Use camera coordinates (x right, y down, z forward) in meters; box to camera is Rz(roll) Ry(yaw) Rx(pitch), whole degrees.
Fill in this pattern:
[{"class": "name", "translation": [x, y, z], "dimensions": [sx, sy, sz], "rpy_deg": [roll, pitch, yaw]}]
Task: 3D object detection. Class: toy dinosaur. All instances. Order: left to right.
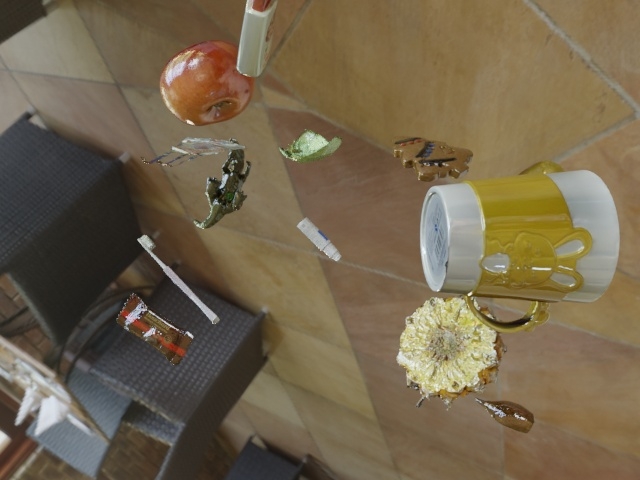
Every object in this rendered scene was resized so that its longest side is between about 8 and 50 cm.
[{"class": "toy dinosaur", "translation": [-0.191, -0.106, 1.234], "dimensions": [0.087, 0.187, 0.179], "rpy_deg": [27, 168, -7]}]

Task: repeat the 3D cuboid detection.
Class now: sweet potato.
[{"class": "sweet potato", "translation": [0.345, 0.322, 1.122], "dimensions": [0.117, 0.049, 0.049], "rpy_deg": [20, 146, 31]}]

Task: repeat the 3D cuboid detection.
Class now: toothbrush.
[{"class": "toothbrush", "translation": [-0.211, 0.054, 0.871], "dimensions": [0.194, 0.017, 0.014], "rpy_deg": [43, 167, 26]}]

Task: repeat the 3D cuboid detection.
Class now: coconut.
[{"class": "coconut", "translation": [-0.023, -0.207, 1.339], "dimensions": [0.158, 0.133, 0.055], "rpy_deg": [-124, 13, -66]}]

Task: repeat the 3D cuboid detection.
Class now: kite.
[{"class": "kite", "translation": [-0.235, -0.158, 1.062], "dimensions": [0.127, 0.229, 0.016], "rpy_deg": [9, 110, 19]}]

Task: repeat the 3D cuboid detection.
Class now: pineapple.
[{"class": "pineapple", "translation": [0.219, 0.188, 1.033], "dimensions": [0.221, 0.221, 0.047], "rpy_deg": [6, 152, 40]}]

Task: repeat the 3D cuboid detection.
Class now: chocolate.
[{"class": "chocolate", "translation": [-0.365, 0.196, 1.309], "dimensions": [0.182, 0.086, 0.028], "rpy_deg": [34, -175, 14]}]

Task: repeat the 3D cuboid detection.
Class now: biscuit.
[{"class": "biscuit", "translation": [0.353, -0.287, 1.985], "dimensions": [0.301, 0.278, 0.043], "rpy_deg": [30, 133, 29]}]

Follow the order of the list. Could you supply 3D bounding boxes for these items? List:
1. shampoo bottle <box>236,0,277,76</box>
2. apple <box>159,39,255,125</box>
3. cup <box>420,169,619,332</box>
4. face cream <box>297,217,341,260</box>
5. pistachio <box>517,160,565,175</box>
[{"class": "shampoo bottle", "translation": [-0.137, -0.535, 1.398], "dimensions": [0.071, 0.153, 0.284], "rpy_deg": [19, 139, -2]}, {"class": "apple", "translation": [-0.322, -0.451, 1.718], "dimensions": [0.251, 0.271, 0.206], "rpy_deg": [-33, 75, 66]}, {"class": "cup", "translation": [0.261, 0.022, 0.821], "dimensions": [0.226, 0.185, 0.241], "rpy_deg": [0, 110, -5]}, {"class": "face cream", "translation": [0.000, 0.000, 1.454], "dimensions": [0.130, 0.034, 0.034], "rpy_deg": [45, 150, 5]}, {"class": "pistachio", "translation": [0.349, -0.057, 1.030], "dimensions": [0.100, 0.189, 0.110], "rpy_deg": [48, 166, 20]}]
